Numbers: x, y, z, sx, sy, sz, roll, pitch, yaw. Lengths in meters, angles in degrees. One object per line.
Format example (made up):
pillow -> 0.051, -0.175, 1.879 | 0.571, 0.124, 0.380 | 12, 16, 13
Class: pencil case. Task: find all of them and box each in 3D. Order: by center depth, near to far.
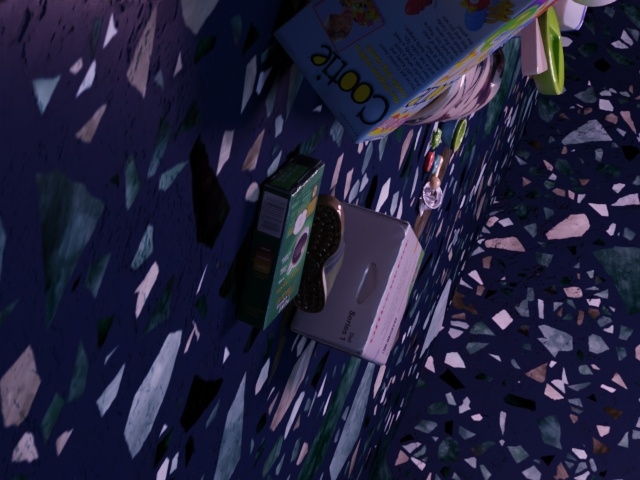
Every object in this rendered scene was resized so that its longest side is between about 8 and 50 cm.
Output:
pencil case -> 0.146, -0.243, 1.604 | 0.183, 0.160, 0.410 | -49, 173, 15

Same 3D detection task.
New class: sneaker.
sneaker -> 0.000, 0.000, 1.591 | 0.086, 0.064, 0.192 | -68, 170, -49

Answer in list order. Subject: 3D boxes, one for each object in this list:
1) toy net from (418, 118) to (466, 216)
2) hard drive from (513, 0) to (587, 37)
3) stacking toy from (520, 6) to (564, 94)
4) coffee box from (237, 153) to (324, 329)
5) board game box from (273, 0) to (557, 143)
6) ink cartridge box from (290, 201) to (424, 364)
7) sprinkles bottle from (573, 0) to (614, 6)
toy net -> 0.238, -0.136, 2.448 | 0.122, 0.045, 0.232 | -54, 159, -55
hard drive -> 0.340, -0.436, 1.979 | 0.318, 0.040, 0.210 | 11, -95, 65
stacking toy -> 0.255, -0.345, 1.721 | 0.309, 0.130, 0.279 | -3, 88, -69
coffee box -> -0.047, 0.002, 1.422 | 0.113, 0.040, 0.184 | -49, 155, -59
board game box -> 0.114, -0.238, 1.225 | 0.275, 0.144, 0.142 | -37, 177, 16
ink cartridge box -> 0.062, 0.071, 1.821 | 0.278, 0.117, 0.201 | 43, 66, -77
sprinkles bottle -> 0.345, -0.426, 1.622 | 0.355, 0.121, 0.121 | 22, 87, -67
